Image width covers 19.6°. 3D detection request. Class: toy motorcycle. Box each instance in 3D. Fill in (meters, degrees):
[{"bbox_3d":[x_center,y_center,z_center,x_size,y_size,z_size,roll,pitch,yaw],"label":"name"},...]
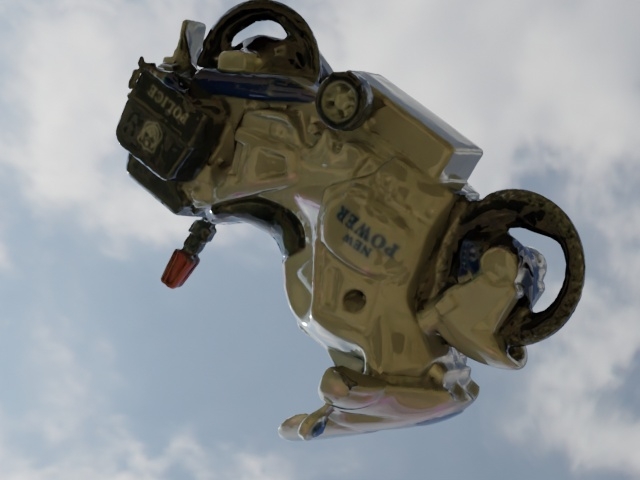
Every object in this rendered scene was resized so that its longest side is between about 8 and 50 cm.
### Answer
[{"bbox_3d":[0.000,0.000,0.782,0.221,0.102,0.150,40,-69,25],"label":"toy motorcycle"}]
